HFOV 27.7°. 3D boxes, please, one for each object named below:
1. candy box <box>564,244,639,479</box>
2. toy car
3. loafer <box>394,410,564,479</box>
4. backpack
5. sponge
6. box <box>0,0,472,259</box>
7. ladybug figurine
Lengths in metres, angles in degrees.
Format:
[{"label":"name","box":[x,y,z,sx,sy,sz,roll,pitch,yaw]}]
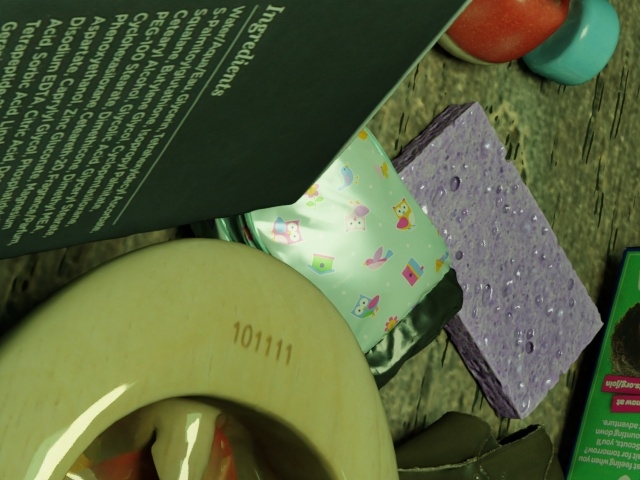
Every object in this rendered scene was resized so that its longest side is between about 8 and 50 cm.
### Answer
[{"label":"candy box","box":[0.317,0.200,1.013,0.268,0.122,0.317,32,67,-36]},{"label":"toy car","box":[0.178,-0.237,0.882,0.219,0.238,0.210,20,74,-34]},{"label":"loafer","box":[0.079,0.156,0.882,0.220,0.080,0.078,8,71,-41]},{"label":"backpack","box":[0.000,0.000,0.806,0.152,0.115,0.182,-43,108,-29]},{"label":"sponge","box":[0.122,0.015,0.946,0.117,0.031,0.210,-44,112,-31]},{"label":"box","box":[-0.177,-0.160,0.567,0.395,0.212,0.293,-12,66,-36]},{"label":"ladybug figurine","box":[-0.112,0.219,0.671,0.305,0.162,0.449,27,70,-32]}]
